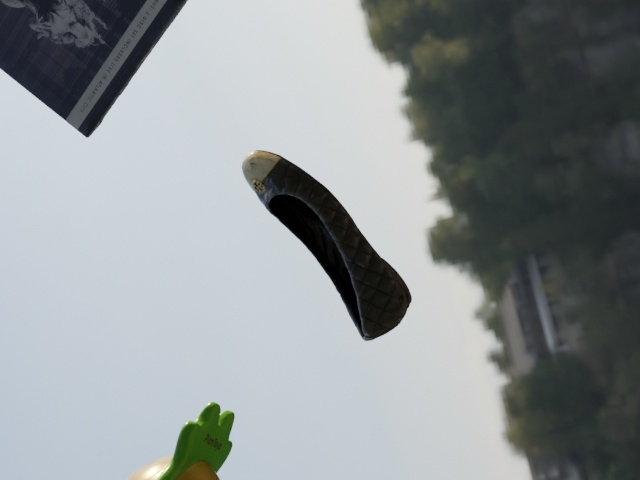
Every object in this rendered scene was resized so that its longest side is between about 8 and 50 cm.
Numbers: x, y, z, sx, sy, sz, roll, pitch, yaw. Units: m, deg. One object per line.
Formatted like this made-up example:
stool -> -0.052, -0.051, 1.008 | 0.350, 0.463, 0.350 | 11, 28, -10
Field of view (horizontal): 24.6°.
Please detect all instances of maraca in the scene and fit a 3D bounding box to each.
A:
maraca -> -0.117, 0.216, 1.158 | 0.185, 0.099, 0.127 | -65, -16, -9

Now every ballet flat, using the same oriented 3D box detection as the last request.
ballet flat -> 0.000, 0.000, 1.102 | 0.173, 0.049, 0.057 | 47, 154, 4

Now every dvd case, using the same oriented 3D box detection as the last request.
dvd case -> -0.221, -0.197, 1.083 | 0.221, 0.164, 0.018 | 39, -141, -5
